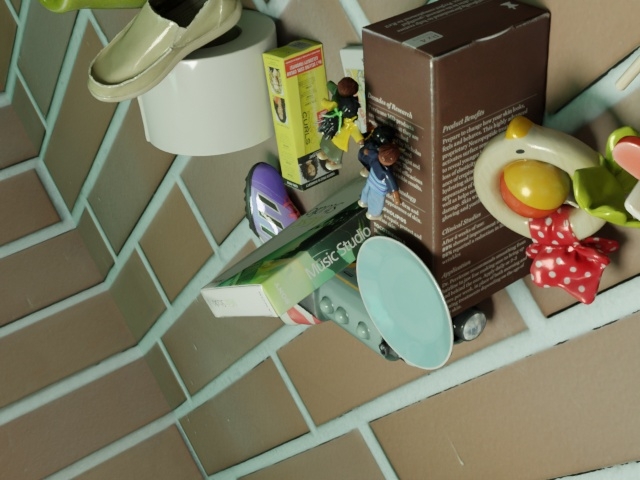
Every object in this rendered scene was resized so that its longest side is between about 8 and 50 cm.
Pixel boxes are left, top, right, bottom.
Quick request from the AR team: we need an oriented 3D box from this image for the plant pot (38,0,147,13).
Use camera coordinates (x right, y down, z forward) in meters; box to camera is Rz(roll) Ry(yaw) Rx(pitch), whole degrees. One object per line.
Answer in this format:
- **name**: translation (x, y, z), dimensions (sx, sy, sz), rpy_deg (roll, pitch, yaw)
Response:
- **plant pot**: translation (-0.287, -0.511, 1.534), dimensions (0.366, 0.353, 0.366), rpy_deg (39, 142, 39)

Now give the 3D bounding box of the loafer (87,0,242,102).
- **loafer**: translation (-0.246, -0.313, 1.500), dimensions (0.102, 0.268, 0.092), rpy_deg (50, 175, 29)

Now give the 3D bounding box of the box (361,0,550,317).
- **box**: translation (0.168, -0.102, 1.265), dimensions (0.143, 0.191, 0.381), rpy_deg (36, 140, 42)

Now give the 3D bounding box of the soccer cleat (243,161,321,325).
- **soccer cleat**: translation (-0.048, 0.005, 1.827), dimensions (0.116, 0.108, 0.318), rpy_deg (-5, 106, 37)

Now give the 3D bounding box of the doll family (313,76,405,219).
- **doll family**: translation (0.049, -0.115, 1.188), dimensions (0.193, 0.076, 0.111), rpy_deg (48, 144, 21)

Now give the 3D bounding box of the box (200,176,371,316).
- **box**: translation (0.000, 0.000, 1.434), dimensions (0.058, 0.322, 0.232), rpy_deg (57, 155, -11)

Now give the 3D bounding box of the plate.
- **plate**: translation (0.112, 0.077, 1.280), dimensions (0.188, 0.024, 0.188), rpy_deg (41, 144, 39)

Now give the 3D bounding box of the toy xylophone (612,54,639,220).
- **toy xylophone**: translation (0.371, -0.097, 0.863), dimensions (0.236, 0.081, 0.323), rpy_deg (33, 155, 10)

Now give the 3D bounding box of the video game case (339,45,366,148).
- **video game case**: translation (0.117, -0.172, 1.466), dimensions (0.206, 0.026, 0.227), rpy_deg (17, 127, 54)

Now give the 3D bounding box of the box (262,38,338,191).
- **box**: translation (-0.030, -0.203, 1.627), dimensions (0.058, 0.087, 0.232), rpy_deg (25, 132, 47)

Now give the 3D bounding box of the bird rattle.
- **bird rattle**: translation (0.278, -0.053, 1.163), dimensions (0.207, 0.143, 0.253), rpy_deg (31, 154, 4)

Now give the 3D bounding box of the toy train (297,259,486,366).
- **toy train**: translation (0.093, 0.081, 1.533), dimensions (0.334, 0.190, 0.142), rpy_deg (34, 139, 44)

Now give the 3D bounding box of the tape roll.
- **tape roll**: translation (-0.186, -0.269, 1.670), dimensions (0.246, 0.246, 0.169), rpy_deg (32, 139, 45)
